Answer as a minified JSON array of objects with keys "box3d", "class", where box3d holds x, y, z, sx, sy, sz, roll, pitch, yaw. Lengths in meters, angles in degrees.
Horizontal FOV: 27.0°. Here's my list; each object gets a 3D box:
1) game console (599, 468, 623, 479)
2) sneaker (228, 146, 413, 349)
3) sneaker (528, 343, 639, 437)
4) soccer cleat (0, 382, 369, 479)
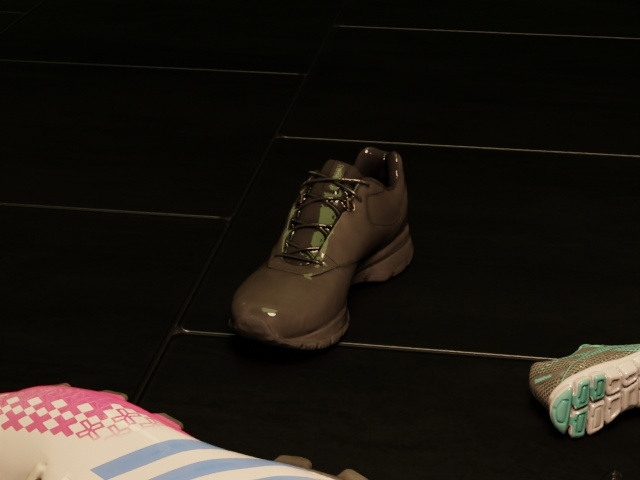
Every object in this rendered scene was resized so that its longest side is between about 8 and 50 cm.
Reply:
[{"box3d":[0.137,0.201,0.856,0.071,0.107,0.122,30,28,-3],"class":"game console"},{"box3d":[0.000,0.000,1.214,0.109,0.130,0.286,12,29,20],"class":"sneaker"},{"box3d":[0.241,0.103,1.074,0.166,0.065,0.076,-10,23,-23],"class":"sneaker"},{"box3d":[-0.119,0.178,0.845,0.331,0.116,0.143,9,26,18],"class":"soccer cleat"}]
